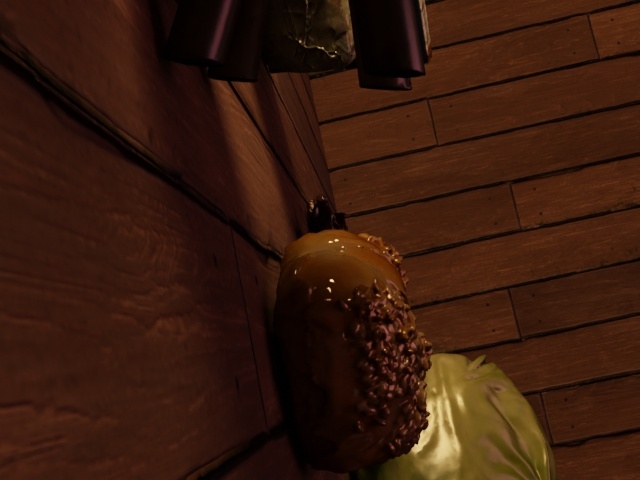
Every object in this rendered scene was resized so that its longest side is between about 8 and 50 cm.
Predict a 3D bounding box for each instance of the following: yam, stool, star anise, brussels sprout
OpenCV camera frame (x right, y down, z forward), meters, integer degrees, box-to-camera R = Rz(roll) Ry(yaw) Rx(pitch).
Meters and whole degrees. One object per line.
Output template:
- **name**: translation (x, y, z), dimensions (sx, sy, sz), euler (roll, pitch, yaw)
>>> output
- **yam**: translation (-0.036, -0.396, 1.042), dimensions (0.202, 0.201, 0.271), euler (-48, 133, -46)
- **stool**: translation (-0.013, -0.224, 0.612), dimensions (0.272, 0.272, 0.178), euler (-71, 164, -82)
- **star anise**: translation (0.007, -0.008, 1.232), dimensions (0.177, 0.073, 0.234), euler (-79, 174, -59)
- **brussels sprout**: translation (0.240, 0.440, 1.245), dimensions (0.361, 0.342, 0.425), euler (-108, 171, -53)

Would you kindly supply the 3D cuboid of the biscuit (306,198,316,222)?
- **biscuit**: translation (0.003, 0.013, 1.506), dimensions (0.206, 0.025, 0.126), euler (69, 9, -57)

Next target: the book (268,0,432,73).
- **book**: translation (-0.001, -0.468, 1.134), dimensions (0.039, 0.300, 0.428), euler (-53, 138, -47)

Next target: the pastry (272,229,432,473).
- **pastry**: translation (0.042, 0.117, 0.855), dimensions (0.311, 0.162, 0.255), euler (-96, 170, -67)
